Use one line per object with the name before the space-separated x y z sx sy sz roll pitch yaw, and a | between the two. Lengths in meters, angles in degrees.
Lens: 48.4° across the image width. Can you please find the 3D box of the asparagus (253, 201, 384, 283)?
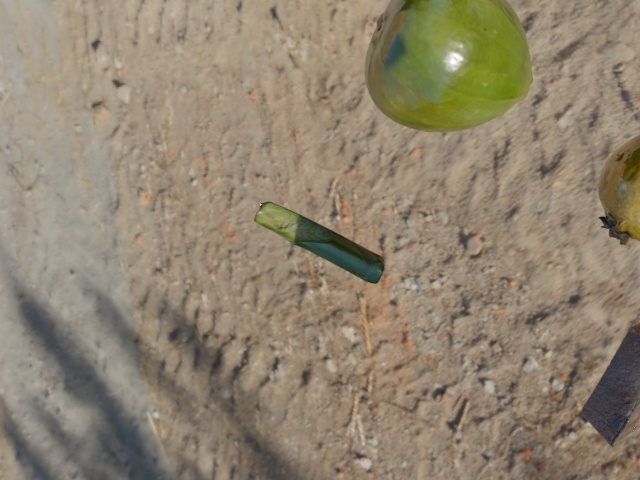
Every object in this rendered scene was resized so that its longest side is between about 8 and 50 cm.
asparagus | 0.000 0.000 0.908 0.178 0.045 0.041 27 117 -10

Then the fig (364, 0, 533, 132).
fig | 0.245 -0.332 1.296 0.316 0.316 0.316 15 112 41

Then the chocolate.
chocolate | 0.734 0.338 1.693 0.112 0.112 0.321 42 134 37

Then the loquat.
loquat | 0.647 -0.090 1.372 0.244 0.244 0.243 15 112 41
